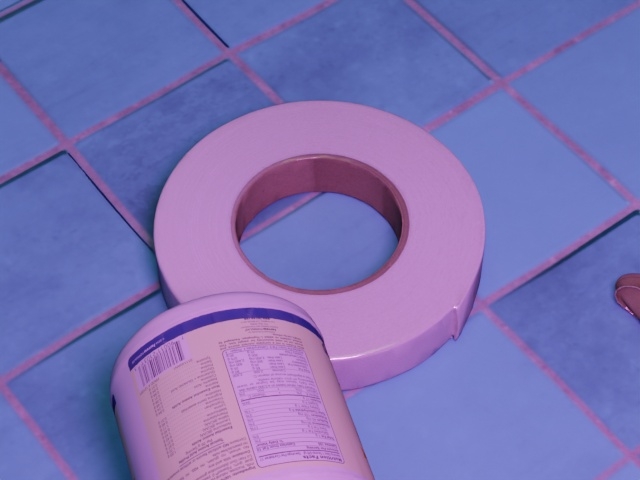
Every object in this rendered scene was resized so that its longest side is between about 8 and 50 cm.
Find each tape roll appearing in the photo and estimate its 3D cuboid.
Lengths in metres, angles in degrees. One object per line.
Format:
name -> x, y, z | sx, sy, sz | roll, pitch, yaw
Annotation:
tape roll -> 0.000, 0.000, 2.049 | 0.392, 0.072, 0.392 | 0, 52, 0

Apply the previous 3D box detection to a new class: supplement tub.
supplement tub -> -0.069, 0.239, 1.759 | 0.235, 0.235, 0.324 | -14, 52, -10

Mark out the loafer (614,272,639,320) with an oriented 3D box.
loafer -> 0.393, 0.090, 1.988 | 0.148, 0.056, 0.050 | 33, 54, 23
